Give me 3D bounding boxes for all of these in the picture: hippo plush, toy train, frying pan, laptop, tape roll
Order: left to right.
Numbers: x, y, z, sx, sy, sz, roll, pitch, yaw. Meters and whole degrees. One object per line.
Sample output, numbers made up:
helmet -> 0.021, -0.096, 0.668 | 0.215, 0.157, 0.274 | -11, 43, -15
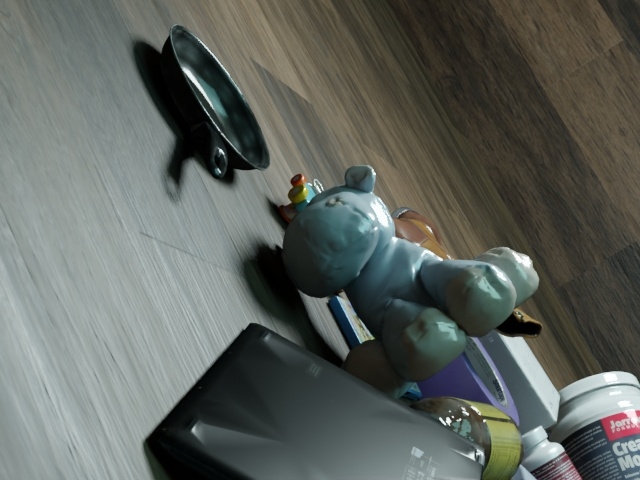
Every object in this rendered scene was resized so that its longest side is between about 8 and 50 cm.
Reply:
frying pan -> -0.110, -0.116, 1.710 | 0.197, 0.053, 0.326 | 46, 19, -42
toy train -> 0.000, 0.000, 1.873 | 0.166, 0.046, 0.125 | 65, 13, 17
laptop -> 0.031, 0.303, 1.311 | 0.408, 0.236, 0.382 | 29, 12, 3
hippo plush -> 0.088, 0.023, 1.697 | 0.236, 0.234, 0.294 | 53, 22, 3
tape roll -> 0.184, 0.187, 2.035 | 0.189, 0.080, 0.189 | 54, 13, -19

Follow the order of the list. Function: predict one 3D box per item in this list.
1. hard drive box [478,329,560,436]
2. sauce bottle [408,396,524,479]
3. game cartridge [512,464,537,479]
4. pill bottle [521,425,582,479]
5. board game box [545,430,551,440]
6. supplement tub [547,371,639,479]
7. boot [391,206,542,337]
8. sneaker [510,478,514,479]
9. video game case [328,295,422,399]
hard drive box -> 0.273, 0.187, 2.353 | 0.232, 0.089, 0.181 | 57, 13, 1
sauce bottle -> 0.142, 0.228, 1.703 | 0.111, 0.111, 0.344 | 62, 13, 19
game cartridge -> 0.322, 0.427, 1.974 | 0.196, 0.060, 0.294 | 48, 13, -16
pill bottle -> 0.330, 0.348, 2.186 | 0.152, 0.086, 0.086 | 60, 13, 8
board game box -> 0.458, 0.404, 2.635 | 0.170, 0.048, 0.141 | 50, 16, -29
supplement tub -> 0.478, 0.367, 2.424 | 0.191, 0.191, 0.272 | 40, 26, -54
boot -> 0.188, 0.043, 2.073 | 0.280, 0.096, 0.264 | 30, 0, 26
sneaker -> 0.216, 0.357, 1.824 | 0.188, 0.066, 0.071 | -82, 155, -63
video game case -> 0.069, 0.134, 1.871 | 0.119, 0.015, 0.166 | 63, 13, 21
